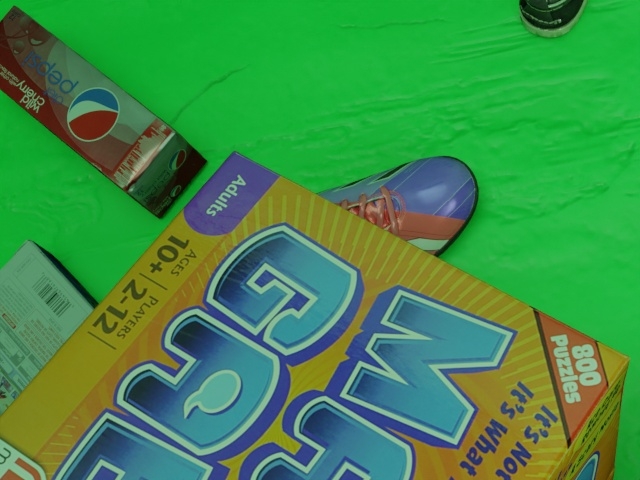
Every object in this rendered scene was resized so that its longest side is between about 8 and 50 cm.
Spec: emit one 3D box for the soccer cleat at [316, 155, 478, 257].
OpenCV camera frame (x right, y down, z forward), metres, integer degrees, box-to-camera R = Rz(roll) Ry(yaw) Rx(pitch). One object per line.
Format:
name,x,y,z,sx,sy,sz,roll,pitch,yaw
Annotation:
soccer cleat,0.000,0.000,1.377,0.318,0.116,0.108,-23,68,10

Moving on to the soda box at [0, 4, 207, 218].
soda box,-0.248,-0.137,1.513,0.263,0.092,0.083,39,87,25

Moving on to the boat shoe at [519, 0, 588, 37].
boat shoe,0.255,-0.321,1.419,0.084,0.079,0.233,15,77,23

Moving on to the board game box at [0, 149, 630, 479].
board game box,-0.010,0.224,1.130,0.356,0.356,0.356,28,64,23

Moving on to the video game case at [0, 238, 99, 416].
video game case,-0.290,0.176,1.446,0.244,0.061,0.269,-46,66,-1
